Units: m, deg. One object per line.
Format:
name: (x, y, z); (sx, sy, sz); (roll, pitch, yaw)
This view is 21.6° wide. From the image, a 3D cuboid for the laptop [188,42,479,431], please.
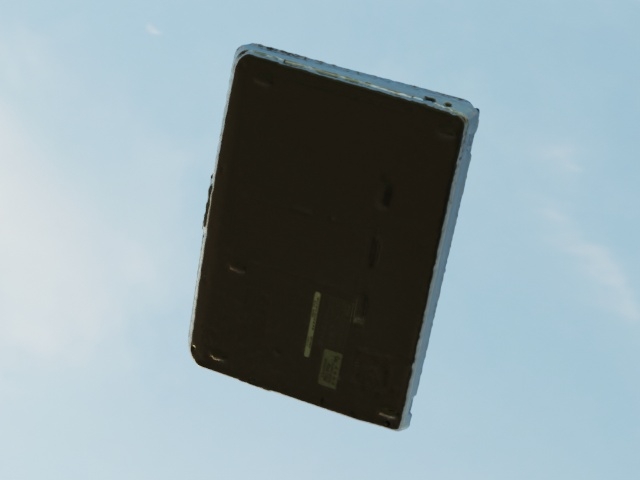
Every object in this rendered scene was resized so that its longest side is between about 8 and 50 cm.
laptop: (0.000, 0.000, 0.986); (0.153, 0.026, 0.207); (17, -68, 14)
